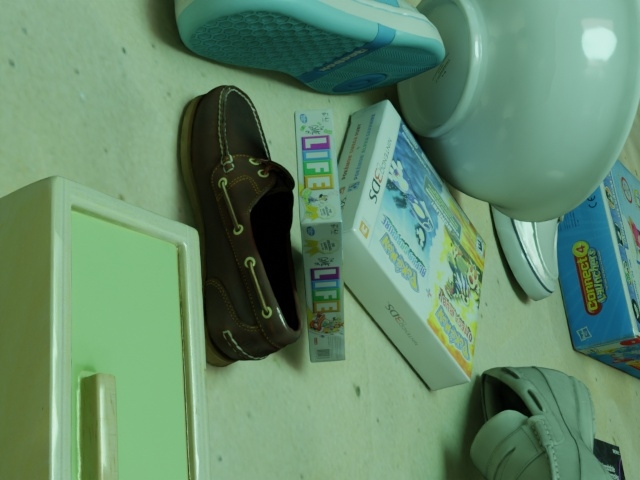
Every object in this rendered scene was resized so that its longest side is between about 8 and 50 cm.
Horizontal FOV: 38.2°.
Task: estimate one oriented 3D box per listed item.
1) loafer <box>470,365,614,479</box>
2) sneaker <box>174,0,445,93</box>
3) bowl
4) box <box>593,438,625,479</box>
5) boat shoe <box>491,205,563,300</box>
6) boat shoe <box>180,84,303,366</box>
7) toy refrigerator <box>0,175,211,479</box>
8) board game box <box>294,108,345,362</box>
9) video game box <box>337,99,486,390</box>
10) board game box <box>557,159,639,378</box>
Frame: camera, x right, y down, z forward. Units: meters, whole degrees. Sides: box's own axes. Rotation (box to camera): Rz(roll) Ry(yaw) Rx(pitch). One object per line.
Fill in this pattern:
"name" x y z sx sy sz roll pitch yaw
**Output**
"loafer" 0.184 0.203 0.804 0.319 0.112 0.112 -63 169 -72
"sneaker" -0.006 -0.244 0.773 0.319 0.127 0.208 3 72 -59
"bowl" 0.167 -0.168 0.913 0.134 0.298 0.297 1 69 -25
"box" 0.343 0.321 1.106 0.116 0.029 0.162 26 50 -50
"boat shoe" 0.266 -0.061 1.141 0.096 0.088 0.267 29 50 -49
"boat shoe" -0.047 -0.019 0.630 0.073 0.073 0.206 20 55 -49
"toy refrigerator" -0.110 0.115 0.427 0.102 0.094 0.269 25 53 -51
"board game box" 0.000 0.000 0.645 0.154 0.026 0.103 87 -1 -50
"video game box" 0.082 0.003 0.851 0.205 0.048 0.187 51 38 -30
"board game box" 0.438 0.032 1.370 0.302 0.086 0.308 25 53 -51
